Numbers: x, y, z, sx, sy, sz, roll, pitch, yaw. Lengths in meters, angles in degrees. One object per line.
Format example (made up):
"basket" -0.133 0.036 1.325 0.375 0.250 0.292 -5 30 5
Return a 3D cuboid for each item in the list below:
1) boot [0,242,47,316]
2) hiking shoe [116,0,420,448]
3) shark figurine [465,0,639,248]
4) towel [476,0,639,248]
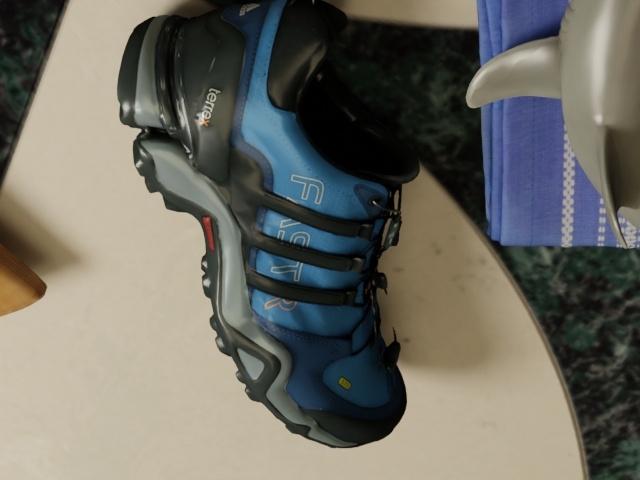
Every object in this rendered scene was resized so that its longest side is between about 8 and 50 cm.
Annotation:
"boot" -0.264 -0.047 1.004 0.264 0.096 0.280 -26 121 27
"hiking shoe" 0.000 0.000 0.981 0.132 0.113 0.304 -13 125 21
"shark figurine" 0.180 -0.025 0.890 0.166 0.116 0.278 -25 122 29
"towel" 0.251 -0.083 0.918 0.336 0.040 0.243 2 130 8
